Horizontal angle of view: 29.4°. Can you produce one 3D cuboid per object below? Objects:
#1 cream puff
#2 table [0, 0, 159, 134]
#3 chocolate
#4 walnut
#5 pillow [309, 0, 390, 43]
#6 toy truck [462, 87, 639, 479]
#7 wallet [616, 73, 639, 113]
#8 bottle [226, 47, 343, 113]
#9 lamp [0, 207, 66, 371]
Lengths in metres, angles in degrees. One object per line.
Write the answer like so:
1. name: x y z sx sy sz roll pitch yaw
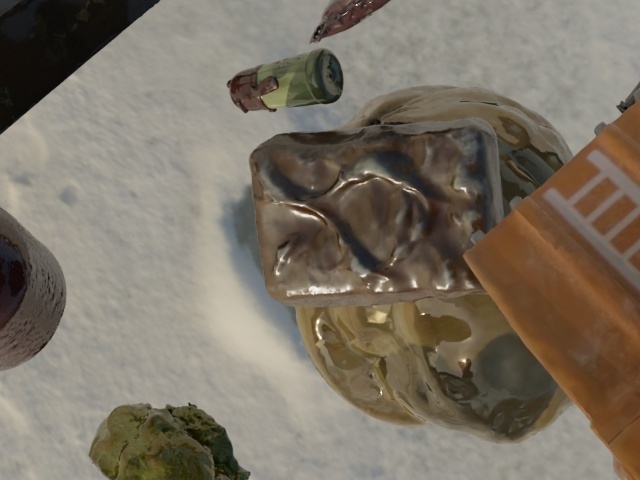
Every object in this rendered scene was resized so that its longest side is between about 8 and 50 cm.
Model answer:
1. cream puff: -0.225 0.353 1.910 0.185 0.281 0.282 -48 124 -14
2. table: -0.334 -0.266 1.063 0.250 0.196 0.282 -45 130 -17
3. chocolate: 0.038 -0.021 0.969 0.093 0.214 0.149 -9 93 -70
4. walnut: 0.132 0.025 1.263 0.381 0.381 0.381 -11 111 -29
5. pillow: 0.051 -0.213 0.966 0.118 0.185 0.043 -34 109 29
6. toy truck: 0.226 0.085 0.676 0.173 0.207 0.387 -42 147 2
7. wallet: 0.429 -0.241 1.204 0.169 0.044 0.317 0 131 -55
8. bottle: -0.034 -0.134 1.035 0.063 0.101 0.047 18 70 -58
9. lamp: -0.385 0.052 1.354 0.180 0.180 0.258 -48 163 -9
